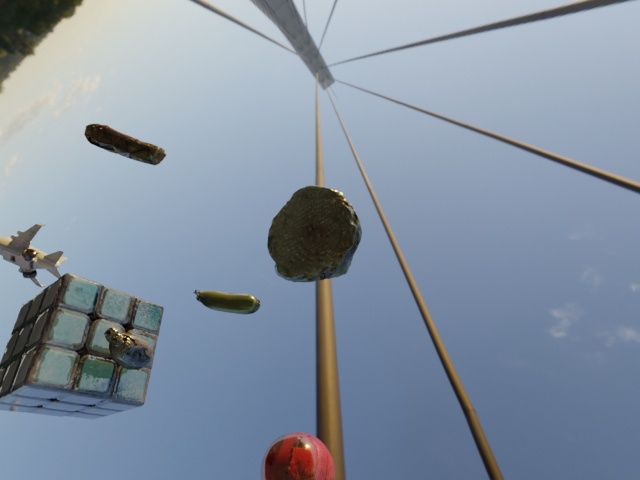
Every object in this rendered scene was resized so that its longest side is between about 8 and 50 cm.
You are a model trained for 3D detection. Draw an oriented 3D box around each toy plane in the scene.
[{"bbox_3d":[-0.973,0.046,1.357,0.101,0.255,0.251,-78,-173,-63],"label":"toy plane"}]

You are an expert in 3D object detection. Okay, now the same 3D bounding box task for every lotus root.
[{"bbox_3d":[-0.482,0.275,1.042,0.088,0.165,0.088,-6,-128,8],"label":"lotus root"}]

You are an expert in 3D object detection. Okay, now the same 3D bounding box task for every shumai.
[{"bbox_3d":[0.000,0.000,1.380,0.309,0.263,0.304,-9,-106,14],"label":"shumai"}]

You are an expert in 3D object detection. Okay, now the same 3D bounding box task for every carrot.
[{"bbox_3d":[-0.543,-0.266,1.147,0.228,0.069,0.069,21,-115,7],"label":"carrot"}]

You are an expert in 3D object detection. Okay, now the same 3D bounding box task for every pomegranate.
[{"bbox_3d":[-0.065,0.643,1.117,0.210,0.210,0.235,-16,-137,28],"label":"pomegranate"}]

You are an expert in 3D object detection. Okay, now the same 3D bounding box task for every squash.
[{"bbox_3d":[-0.230,0.147,1.001,0.183,0.052,0.052,6,-122,20],"label":"squash"}]

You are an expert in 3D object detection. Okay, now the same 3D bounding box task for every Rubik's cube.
[{"bbox_3d":[-0.671,0.315,1.161,0.303,0.305,0.301,-28,-130,33],"label":"Rubik's cube"}]
